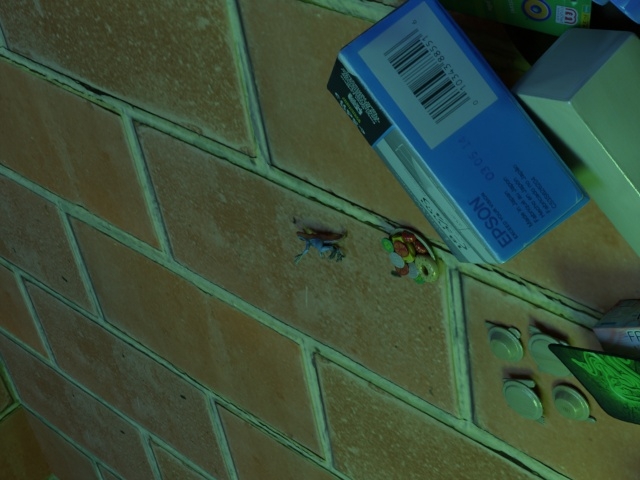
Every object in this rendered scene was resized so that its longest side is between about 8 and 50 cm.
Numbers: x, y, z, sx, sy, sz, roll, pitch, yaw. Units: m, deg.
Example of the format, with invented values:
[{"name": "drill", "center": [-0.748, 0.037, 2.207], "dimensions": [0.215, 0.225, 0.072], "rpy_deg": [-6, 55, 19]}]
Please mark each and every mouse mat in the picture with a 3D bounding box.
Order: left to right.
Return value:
[{"name": "mouse mat", "center": [0.355, 0.172, 1.323], "dimensions": [0.153, 0.007, 0.189], "rpy_deg": [7, 151, 46]}]

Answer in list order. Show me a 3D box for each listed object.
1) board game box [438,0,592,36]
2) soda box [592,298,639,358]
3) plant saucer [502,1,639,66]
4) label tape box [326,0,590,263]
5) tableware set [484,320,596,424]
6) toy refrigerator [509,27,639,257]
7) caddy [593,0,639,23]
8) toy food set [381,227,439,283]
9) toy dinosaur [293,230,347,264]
[{"name": "board game box", "center": [0.131, -0.268, 1.084], "dimensions": [0.259, 0.039, 0.124], "rpy_deg": [21, 139, 26]}, {"name": "soda box", "center": [0.379, 0.099, 1.241], "dimensions": [0.183, 0.058, 0.063], "rpy_deg": [-9, 116, 57]}, {"name": "plant saucer", "center": [0.257, -0.229, 1.072], "dimensions": [0.278, 0.041, 0.278], "rpy_deg": [34, 145, 28]}, {"name": "label tape box", "center": [0.119, -0.097, 1.190], "dimensions": [0.240, 0.106, 0.334], "rpy_deg": [52, 178, -1]}, {"name": "tableware set", "center": [0.275, 0.171, 1.496], "dimensions": [0.141, 0.020, 0.168], "rpy_deg": [9, 130, 48]}, {"name": "toy refrigerator", "center": [0.299, -0.065, 1.061], "dimensions": [0.269, 0.094, 0.102], "rpy_deg": [46, 174, -22]}, {"name": "caddy", "center": [0.175, -0.317, 0.879], "dimensions": [0.341, 0.241, 0.179], "rpy_deg": [43, 112, 20]}, {"name": "toy food set", "center": [0.118, 0.021, 1.543], "dimensions": [0.082, 0.020, 0.083], "rpy_deg": [-11, 114, 57]}, {"name": "toy dinosaur", "center": [0.000, 0.000, 1.683], "dimensions": [0.082, 0.047, 0.090], "rpy_deg": [44, 117, 29]}]
